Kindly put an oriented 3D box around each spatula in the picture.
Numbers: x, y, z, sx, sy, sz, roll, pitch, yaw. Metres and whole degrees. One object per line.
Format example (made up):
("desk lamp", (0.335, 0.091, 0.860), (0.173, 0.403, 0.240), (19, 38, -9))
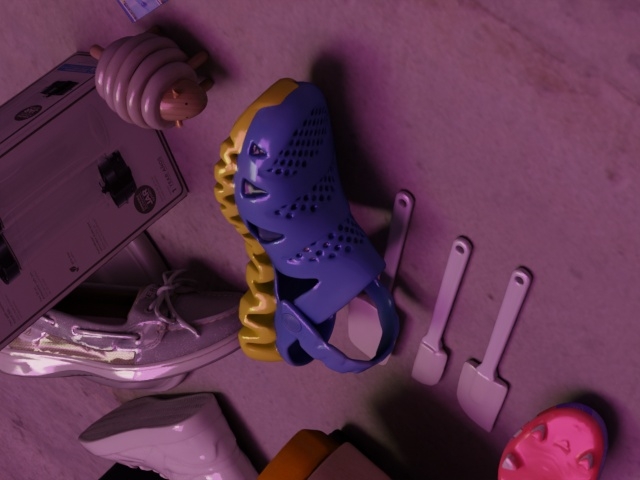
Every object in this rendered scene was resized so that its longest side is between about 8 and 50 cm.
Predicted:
("spatula", (0.101, 0.065, 1.240), (0.168, 0.019, 0.242), (36, 148, 20))

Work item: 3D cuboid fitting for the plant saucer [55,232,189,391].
("plant saucer", (-0.326, 0.046, 1.672), (0.400, 0.100, 0.400), (31, 146, 25))

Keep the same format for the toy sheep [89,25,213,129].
("toy sheep", (-0.153, -0.144, 1.245), (0.132, 0.091, 0.091), (27, 144, 30))

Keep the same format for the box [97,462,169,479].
("box", (-0.241, 0.507, 1.991), (0.293, 0.212, 0.395), (42, 148, 8))

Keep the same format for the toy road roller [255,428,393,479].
("toy road roller", (0.006, 0.336, 1.389), (0.202, 0.240, 0.329), (40, 175, 12))

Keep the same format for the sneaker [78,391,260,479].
("sneaker", (-0.187, 0.286, 1.771), (0.292, 0.108, 0.169), (-11, 114, 54))

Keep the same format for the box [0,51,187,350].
("box", (-0.278, -0.034, 1.330), (0.087, 0.290, 0.169), (13, 136, 43))

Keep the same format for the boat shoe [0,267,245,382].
("boat shoe", (-0.216, 0.081, 1.491), (0.320, 0.118, 0.103), (-2, 112, 24))

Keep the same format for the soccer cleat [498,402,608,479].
("soccer cleat", (0.200, 0.221, 1.251), (0.083, 0.095, 0.248), (29, 131, 19))

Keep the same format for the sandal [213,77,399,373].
("sandal", (0.000, 0.000, 1.189), (0.138, 0.126, 0.317), (25, 144, 29))

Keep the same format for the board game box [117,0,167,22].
("board game box", (-0.138, -0.266, 1.135), (0.136, 0.035, 0.201), (55, 149, -13))
